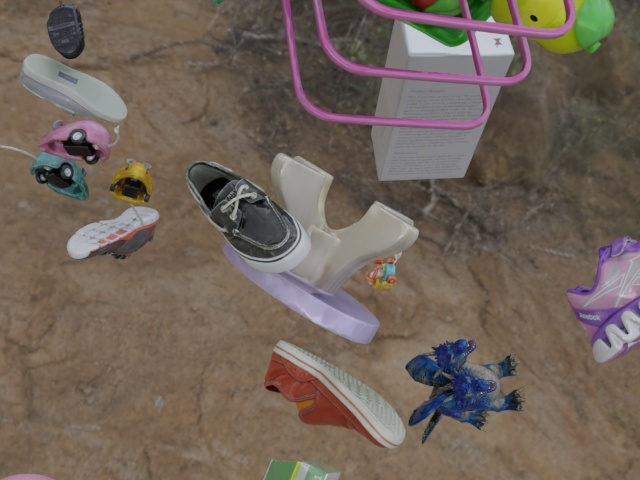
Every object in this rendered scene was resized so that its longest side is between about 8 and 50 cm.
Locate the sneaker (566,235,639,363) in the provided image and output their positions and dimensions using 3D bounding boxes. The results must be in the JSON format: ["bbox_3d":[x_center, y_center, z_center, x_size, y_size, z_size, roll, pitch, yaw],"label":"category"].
[{"bbox_3d":[0.360,0.027,0.848,0.095,0.236,0.104,1,46,-51],"label":"sneaker"}]

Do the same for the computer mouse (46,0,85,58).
[{"bbox_3d":[-0.524,-0.489,1.596,0.071,0.242,0.041,-6,3,13],"label":"computer mouse"}]

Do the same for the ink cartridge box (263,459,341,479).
[{"bbox_3d":[-0.044,0.382,1.050,0.056,0.235,0.171,19,79,15],"label":"ink cartridge box"}]

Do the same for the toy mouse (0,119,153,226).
[{"bbox_3d":[-0.219,-0.075,0.705,0.143,0.161,0.031,15,64,-11],"label":"toy mouse"}]

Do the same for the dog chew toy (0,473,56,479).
[{"bbox_3d":[-0.533,0.519,1.241,0.206,0.332,0.206,54,8,-11],"label":"dog chew toy"}]

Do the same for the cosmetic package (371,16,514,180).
[{"bbox_3d":[0.264,-0.331,1.824,0.230,0.453,0.161,-2,60,-7],"label":"cosmetic package"}]

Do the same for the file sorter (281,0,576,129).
[{"bbox_3d":[0.101,-0.232,0.585,0.202,0.290,0.182,-1,67,-20],"label":"file sorter"}]

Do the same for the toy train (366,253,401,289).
[{"bbox_3d":[0.133,0.050,1.770,0.046,0.125,0.166,9,0,-11],"label":"toy train"}]

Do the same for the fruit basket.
[{"bbox_3d":[0.283,-0.444,1.205,0.283,0.392,0.392,12,39,-43],"label":"fruit basket"}]

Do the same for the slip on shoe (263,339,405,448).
[{"bbox_3d":[0.016,0.268,1.296,0.123,0.101,0.331,30,-4,-40],"label":"slip on shoe"}]

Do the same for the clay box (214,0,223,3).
[{"bbox_3d":[-0.121,-0.497,1.261,0.127,0.222,0.053,46,23,-34],"label":"clay box"}]

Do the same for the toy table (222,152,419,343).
[{"bbox_3d":[0.000,0.000,1.018,0.274,0.161,0.252,33,8,35],"label":"toy table"}]

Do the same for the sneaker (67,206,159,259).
[{"bbox_3d":[-0.283,0.005,1.096,0.061,0.064,0.158,21,30,28],"label":"sneaker"}]

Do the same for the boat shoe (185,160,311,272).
[{"bbox_3d":[-0.096,-0.033,0.927,0.078,0.070,0.219,-45,45,-12],"label":"boat shoe"}]

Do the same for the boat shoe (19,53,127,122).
[{"bbox_3d":[-0.520,-0.306,1.646,0.227,0.081,0.079,28,50,-19],"label":"boat shoe"}]

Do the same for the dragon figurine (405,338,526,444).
[{"bbox_3d":[0.153,0.189,0.977,0.144,0.289,0.085,9,65,-21],"label":"dragon figurine"}]
